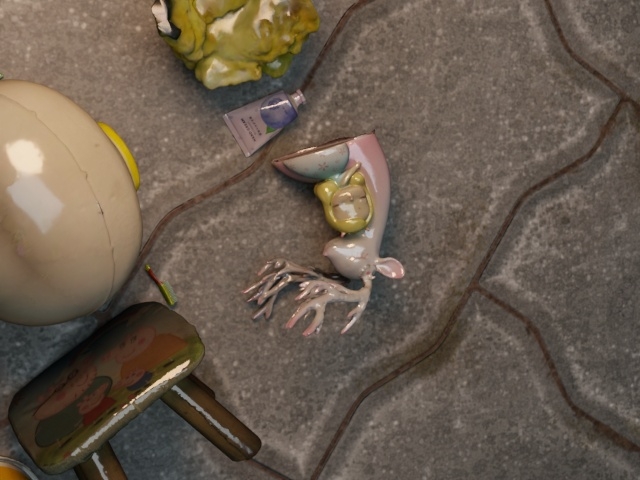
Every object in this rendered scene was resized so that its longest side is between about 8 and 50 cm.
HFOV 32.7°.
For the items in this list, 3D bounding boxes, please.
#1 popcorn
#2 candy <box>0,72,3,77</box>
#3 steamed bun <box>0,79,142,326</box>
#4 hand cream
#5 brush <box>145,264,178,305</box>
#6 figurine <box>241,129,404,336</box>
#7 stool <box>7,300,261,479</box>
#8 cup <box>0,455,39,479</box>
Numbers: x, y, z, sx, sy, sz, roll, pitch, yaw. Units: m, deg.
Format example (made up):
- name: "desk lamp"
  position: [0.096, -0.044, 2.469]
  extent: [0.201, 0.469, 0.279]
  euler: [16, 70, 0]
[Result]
- name: "popcorn"
  position: [-0.139, -0.374, 1.757]
  extent: [0.292, 0.237, 0.293]
  euler: [0, 91, -23]
- name: "candy"
  position: [-0.575, -0.207, 1.703]
  extent: [0.194, 0.062, 0.058]
  euler: [-39, 63, -23]
- name: "steamed bun"
  position: [-0.437, -0.053, 1.622]
  extent: [0.333, 0.334, 0.374]
  euler: [-29, 104, -17]
- name: "hand cream"
  position: [-0.089, -0.215, 1.895]
  extent: [0.142, 0.053, 0.084]
  euler: [-32, 107, -6]
- name: "brush"
  position: [-0.271, 0.072, 1.860]
  extent: [0.021, 0.018, 0.083]
  euler: [-39, 108, -24]
- name: "figurine"
  position: [-0.002, -0.001, 1.884]
  extent: [0.284, 0.206, 0.316]
  euler: [-20, 96, -25]
- name: "stool"
  position: [-0.296, 0.282, 1.728]
  extent: [0.310, 0.310, 0.226]
  euler: [-38, 116, -14]
- name: "cup"
  position: [-0.493, 0.446, 1.669]
  extent: [0.196, 0.279, 0.197]
  euler: [-2, 94, -28]
